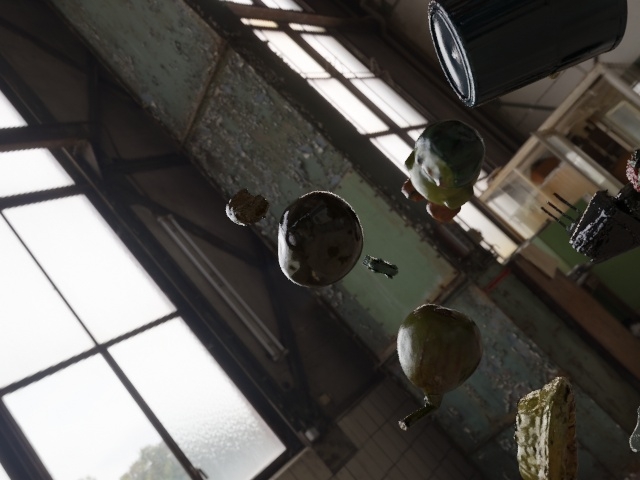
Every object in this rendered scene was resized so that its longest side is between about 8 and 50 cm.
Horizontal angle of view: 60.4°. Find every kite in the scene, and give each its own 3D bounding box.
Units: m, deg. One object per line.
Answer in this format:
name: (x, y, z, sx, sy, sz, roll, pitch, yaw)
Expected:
kite: (0.866, -0.060, 1.860, 0.015, 0.245, 0.141, -34, -19, -53)

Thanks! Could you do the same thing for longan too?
longan: (0.000, 0.000, 1.176, 0.198, 0.198, 0.212, -19, -65, -55)

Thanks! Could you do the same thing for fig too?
fig: (0.202, 0.205, 0.924, 0.142, 0.186, 0.148, -6, 15, 29)

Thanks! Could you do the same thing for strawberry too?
strawberry: (0.730, -0.140, 1.171, 0.131, 0.148, 0.131, -33, 27, 19)

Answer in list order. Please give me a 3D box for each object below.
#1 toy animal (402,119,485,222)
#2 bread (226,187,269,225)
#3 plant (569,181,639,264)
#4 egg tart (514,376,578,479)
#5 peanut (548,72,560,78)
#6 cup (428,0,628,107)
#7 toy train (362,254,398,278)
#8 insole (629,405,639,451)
toy animal: (0.349, -0.207, 1.517, 0.191, 0.216, 0.338, -41, -19, -13)
bread: (-0.166, -0.070, 1.239, 0.082, 0.113, 0.060, -41, -56, -12)
plant: (0.798, -0.053, 1.476, 0.256, 0.164, 0.142, -47, 9, 27)
egg tart: (0.478, 0.428, 1.161, 0.115, 0.290, 0.290, -3, 4, 29)
peanut: (0.558, -0.445, 1.373, 0.054, 0.113, 0.054, -15, -33, -10)
cup: (0.372, -0.444, 1.074, 0.292, 0.308, 0.242, -25, -18, 6)
toy train: (0.191, 0.081, 1.739, 0.122, 0.081, 0.050, 21, -84, -36)
insole: (0.765, 0.426, 1.282, 0.080, 0.003, 0.232, -35, -7, 36)
